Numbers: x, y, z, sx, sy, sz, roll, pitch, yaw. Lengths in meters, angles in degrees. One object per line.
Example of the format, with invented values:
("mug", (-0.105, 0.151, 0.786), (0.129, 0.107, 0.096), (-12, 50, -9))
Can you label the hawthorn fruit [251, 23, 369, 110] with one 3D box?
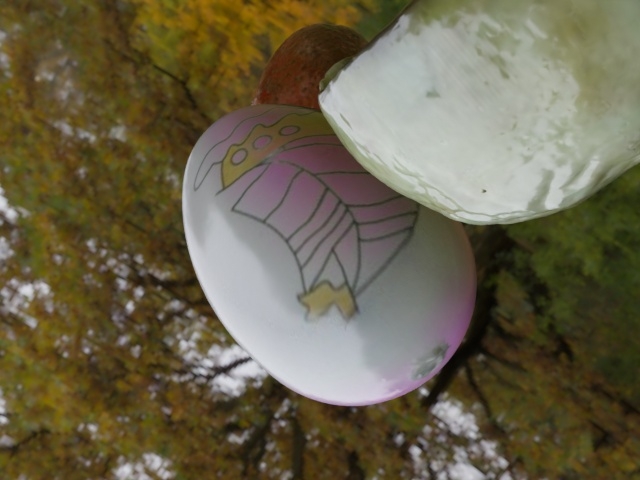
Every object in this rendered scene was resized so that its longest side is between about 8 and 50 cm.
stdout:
("hawthorn fruit", (0.003, -0.146, 1.082), (0.163, 0.163, 0.203), (23, -133, -39))

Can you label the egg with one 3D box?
("egg", (0.000, 0.000, 0.839), (0.196, 0.196, 0.271), (14, -139, -57))

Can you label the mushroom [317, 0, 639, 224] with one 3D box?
("mushroom", (0.141, -0.113, 0.630), (0.164, 0.267, 0.189), (52, 178, -2))
